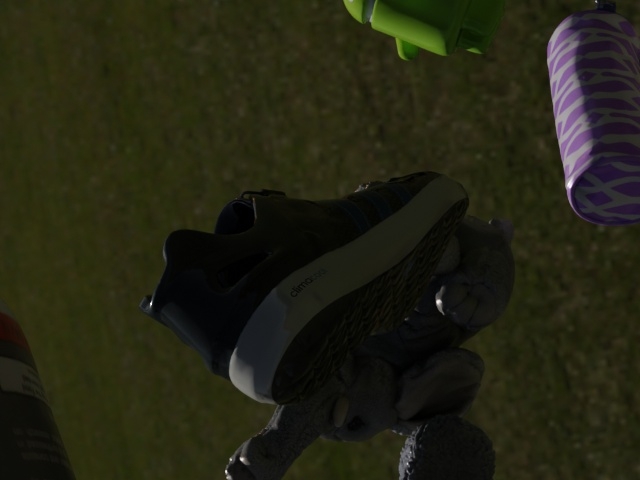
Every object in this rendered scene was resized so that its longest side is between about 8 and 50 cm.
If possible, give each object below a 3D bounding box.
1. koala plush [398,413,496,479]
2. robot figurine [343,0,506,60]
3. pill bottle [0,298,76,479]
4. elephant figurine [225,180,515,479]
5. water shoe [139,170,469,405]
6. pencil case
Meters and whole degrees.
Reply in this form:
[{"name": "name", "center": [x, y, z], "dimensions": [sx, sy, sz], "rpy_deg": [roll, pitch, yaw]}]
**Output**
[{"name": "koala plush", "center": [0.105, 0.287, 1.196], "dimensions": [0.196, 0.203, 0.221], "rpy_deg": [29, 146, 11]}, {"name": "robot figurine", "center": [0.066, -0.166, 1.055], "dimensions": [0.101, 0.115, 0.067], "rpy_deg": [92, -159, -70]}, {"name": "pill bottle", "center": [-0.200, 0.219, 0.798], "dimensions": [0.362, 0.210, 0.210], "rpy_deg": [66, 158, 20]}, {"name": "elephant figurine", "center": [0.045, 0.086, 1.234], "dimensions": [0.239, 0.186, 0.169], "rpy_deg": [-65, 17, 15]}, {"name": "water shoe", "center": [0.000, 0.000, 0.647], "dimensions": [0.080, 0.203, 0.073], "rpy_deg": [31, 111, 12]}, {"name": "pencil case", "center": [0.242, -0.106, 1.329], "dimensions": [0.086, 0.088, 0.206], "rpy_deg": [111, 167, -47]}]
